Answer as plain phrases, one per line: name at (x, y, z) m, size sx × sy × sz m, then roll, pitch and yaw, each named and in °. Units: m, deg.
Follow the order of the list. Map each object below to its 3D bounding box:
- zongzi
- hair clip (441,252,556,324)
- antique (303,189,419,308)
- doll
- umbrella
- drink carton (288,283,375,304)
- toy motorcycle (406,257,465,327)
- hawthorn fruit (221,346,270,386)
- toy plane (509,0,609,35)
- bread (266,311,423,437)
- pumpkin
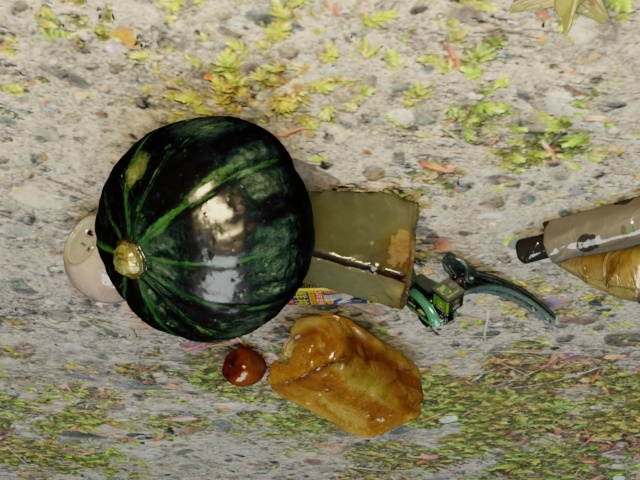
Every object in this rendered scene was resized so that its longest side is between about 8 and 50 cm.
zongzi at (0.504, 0.044, 1.471) m, size 0.195 × 0.099 × 0.197 m, roll 3°, pitch -176°, yaw -30°
hair clip at (0.315, 0.092, 1.571) m, size 0.275 × 0.083 × 0.048 m, roll 17°, pitch 148°, yaw -34°
antique at (0.000, 0.000, 1.376) m, size 0.284 × 0.150 × 0.125 m, roll 9°, pitch 149°, yaw 3°
doll at (-0.272, 0.059, 1.469) m, size 0.151 × 0.151 × 0.287 m, roll -21°, pitch 145°, yaw 31°
umbrella at (0.455, -0.023, 1.370) m, size 0.337 × 0.067 × 0.073 m, roll -16°, pitch 131°, yaw 28°
drink carton at (0.011, 0.073, 1.554) m, size 0.166 × 0.056 × 0.071 m, roll -2°, pitch 156°, yaw 6°
toy motorcycle at (0.158, 0.071, 1.474) m, size 0.058 × 0.173 × 0.100 m, roll -27°, pitch 137°, yaw -26°
hawthorn fruit at (-0.145, 0.257, 1.836) m, size 0.081 × 0.081 × 0.093 m, roll -27°, pitch 141°, yaw 37°
toy plane at (0.274, -0.304, 0.904) m, size 0.229 × 0.092 × 0.244 m, roll 6°, pitch 147°, yaw -4°
bread at (0.054, 0.252, 1.753) m, size 0.195 × 0.148 × 0.344 m, roll -28°, pitch 138°, yaw 22°
pumpkin at (-0.165, -0.010, 1.204) m, size 0.315 × 0.315 × 0.238 m, roll -33°, pitch 175°, yaw 42°
